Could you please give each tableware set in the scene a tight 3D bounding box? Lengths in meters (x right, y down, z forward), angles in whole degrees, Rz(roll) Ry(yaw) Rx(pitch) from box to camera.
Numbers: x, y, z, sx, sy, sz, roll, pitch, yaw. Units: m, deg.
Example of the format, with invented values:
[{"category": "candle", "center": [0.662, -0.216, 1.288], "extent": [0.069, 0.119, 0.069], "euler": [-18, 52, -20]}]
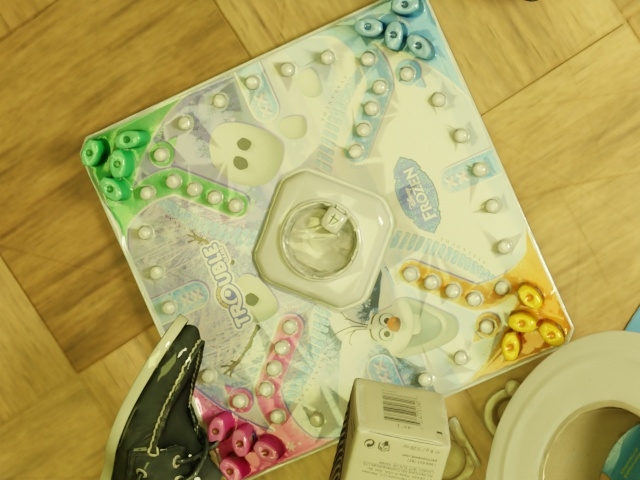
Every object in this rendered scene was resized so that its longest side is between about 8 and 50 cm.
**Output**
[{"category": "tableware set", "center": [0.137, 0.167, 1.877], "extent": [0.169, 0.020, 0.141], "euler": [-40, 90, 9]}]

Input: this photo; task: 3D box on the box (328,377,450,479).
[{"category": "box", "center": [0.049, 0.281, 1.815], "extent": [0.094, 0.113, 0.275], "euler": [11, 112, -5]}]

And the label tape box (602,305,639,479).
[{"category": "label tape box", "center": [0.429, 0.198, 1.800], "extent": [0.334, 0.106, 0.240], "euler": [31, 98, 3]}]

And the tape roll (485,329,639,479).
[{"category": "tape roll", "center": [0.291, 0.230, 1.738], "extent": [0.286, 0.100, 0.286], "euler": [-14, 69, 42]}]

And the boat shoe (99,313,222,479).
[{"category": "boat shoe", "center": [-0.155, 0.225, 1.831], "extent": [0.113, 0.127, 0.340], "euler": [27, 118, 7]}]

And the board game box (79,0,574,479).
[{"category": "board game box", "center": [0.000, 0.000, 1.851], "extent": [0.390, 0.050, 0.390], "euler": [-24, 90, 9]}]
